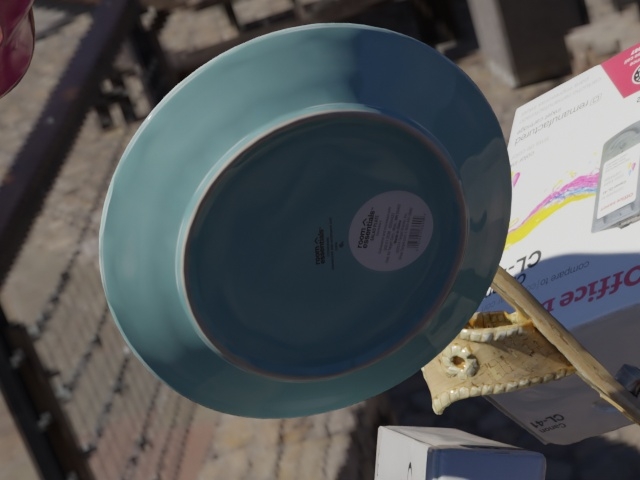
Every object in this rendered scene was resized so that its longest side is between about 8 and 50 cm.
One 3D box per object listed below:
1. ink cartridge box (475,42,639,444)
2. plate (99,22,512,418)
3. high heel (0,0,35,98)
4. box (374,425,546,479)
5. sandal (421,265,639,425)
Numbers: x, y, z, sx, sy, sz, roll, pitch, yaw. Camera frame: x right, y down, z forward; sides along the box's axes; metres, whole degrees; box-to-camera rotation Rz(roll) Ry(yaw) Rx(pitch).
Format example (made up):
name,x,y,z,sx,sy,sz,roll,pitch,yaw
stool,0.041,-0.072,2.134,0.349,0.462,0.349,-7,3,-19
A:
name,x,y,z,sx,sy,sz,roll,pitch,yaw
ink cartridge box,0.256,-0.010,1.315,0.226,0.131,0.306,-27,34,43
plate,0.000,0.000,0.676,0.188,0.188,0.024,-22,30,-8
high heel,-0.255,-0.162,1.030,0.377,0.127,0.181,-45,-2,41
box,0.061,0.221,0.862,0.058,0.232,0.322,4,-5,-1
sandal,0.091,0.062,0.787,0.079,0.240,0.088,-54,-3,1
